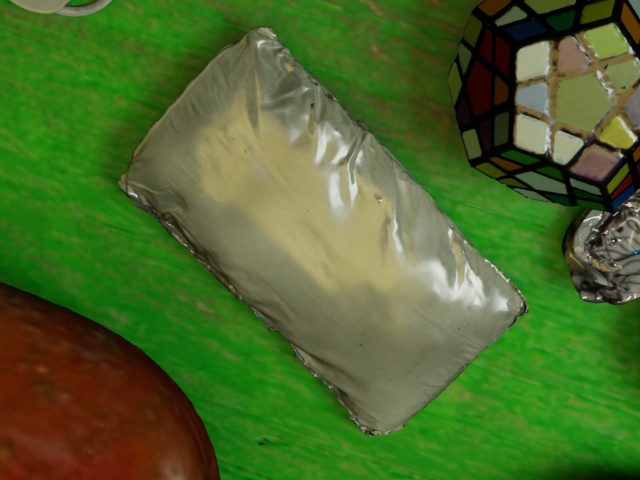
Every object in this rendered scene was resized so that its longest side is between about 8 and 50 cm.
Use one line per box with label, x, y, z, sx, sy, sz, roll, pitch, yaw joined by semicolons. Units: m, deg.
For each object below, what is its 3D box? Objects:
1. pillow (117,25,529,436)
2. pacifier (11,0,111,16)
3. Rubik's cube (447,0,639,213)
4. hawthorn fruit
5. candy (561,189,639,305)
pillow;0.000;0.000;0.779;0.128;0.051;0.229;-42;97;18
pacifier;-0.142;-0.147;0.756;0.083;0.064;0.068;-16;119;12
Rubik's cube;0.130;-0.079;0.709;0.112;0.133;0.133;-31;99;41
hawthorn fruit;-0.187;0.160;0.750;0.284;0.284;0.284;2;104;8
candy;0.212;0.059;0.743;0.094;0.051;0.226;-32;82;10
